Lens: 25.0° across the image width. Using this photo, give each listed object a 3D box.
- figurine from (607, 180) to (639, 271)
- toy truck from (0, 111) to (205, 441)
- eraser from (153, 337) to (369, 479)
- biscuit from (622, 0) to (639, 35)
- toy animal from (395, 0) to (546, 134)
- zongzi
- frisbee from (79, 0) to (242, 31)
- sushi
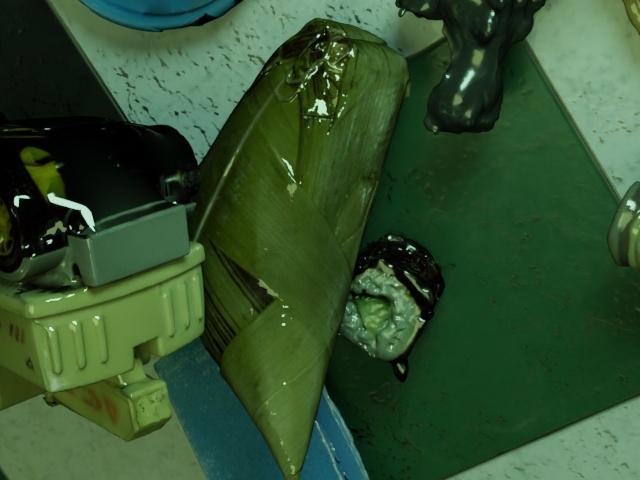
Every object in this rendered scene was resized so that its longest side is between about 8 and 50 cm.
[{"bbox_3d":[0.401,0.048,1.068,0.380,0.248,0.203,32,123,19],"label":"figurine"},{"bbox_3d":[-0.260,0.015,1.210,0.405,0.180,0.254,12,112,46],"label":"toy truck"},{"bbox_3d":[-0.031,0.221,1.333,0.144,0.042,0.312,-28,86,27],"label":"eraser"},{"bbox_3d":[0.372,-0.262,1.036,0.359,0.074,0.381,-38,98,25],"label":"biscuit"},{"bbox_3d":[0.143,-0.245,1.071,0.168,0.106,0.343,58,140,30],"label":"toy animal"},{"bbox_3d":[0.000,0.000,1.147,0.145,0.300,0.274,16,122,-37],"label":"zongzi"},{"bbox_3d":[-0.141,-0.295,1.203,0.242,0.045,0.242,6,112,15],"label":"frisbee"},{"bbox_3d":[0.063,0.052,1.249,0.098,0.084,0.094,38,114,-4],"label":"sushi"}]
